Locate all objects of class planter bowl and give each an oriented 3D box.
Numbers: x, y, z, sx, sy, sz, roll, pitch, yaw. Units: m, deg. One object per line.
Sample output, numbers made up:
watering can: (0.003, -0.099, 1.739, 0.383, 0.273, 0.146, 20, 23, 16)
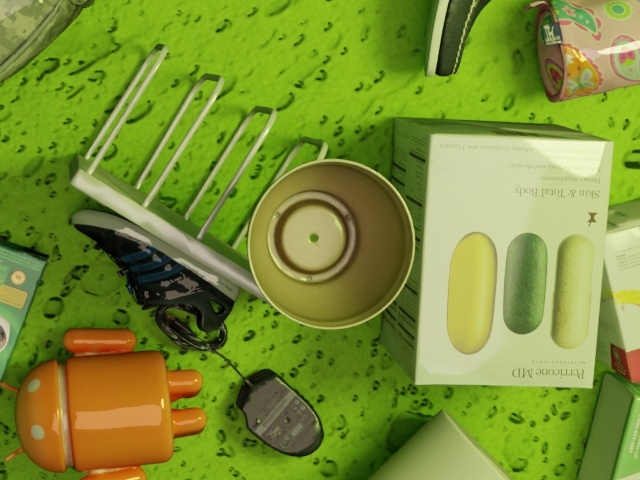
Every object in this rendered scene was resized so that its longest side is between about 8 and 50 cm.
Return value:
planter bowl: (0.000, 0.000, 1.556, 0.162, 0.109, 0.162, -1, 94, -12)

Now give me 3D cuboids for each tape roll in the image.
tape roll: (0.157, 0.330, 1.755, 0.169, 0.246, 0.246, -44, 102, 0)

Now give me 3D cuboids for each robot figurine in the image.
robot figurine: (-0.235, 0.188, 1.735, 0.219, 0.128, 0.158, -4, 117, -7)

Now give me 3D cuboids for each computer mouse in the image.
computer mouse: (-0.092, 0.154, 1.801, 0.242, 0.041, 0.071, 45, 81, -5)

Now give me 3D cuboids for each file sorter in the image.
file sorter: (-0.103, -0.068, 1.681, 0.277, 0.193, 0.173, 31, 91, -12)

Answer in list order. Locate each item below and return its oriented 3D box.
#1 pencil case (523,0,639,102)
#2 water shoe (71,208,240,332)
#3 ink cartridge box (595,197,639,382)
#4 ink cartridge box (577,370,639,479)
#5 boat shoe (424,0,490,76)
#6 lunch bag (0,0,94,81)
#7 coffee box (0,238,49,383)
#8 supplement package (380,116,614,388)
pencil case: (0.372, -0.234, 1.757, 0.284, 0.124, 0.124, -11, 101, -5)
water shoe: (-0.187, 0.034, 1.736, 0.203, 0.073, 0.080, 27, 84, -8)
ink cartridge box: (0.368, 0.048, 1.797, 0.127, 0.128, 0.176, -16, 102, -5)
ink cartridge box: (0.450, 0.283, 1.853, 0.278, 0.117, 0.201, 11, 97, -10)
boat shoe: (0.179, -0.317, 1.719, 0.091, 0.114, 0.303, 13, 98, -4)
lunch bag: (-0.331, -0.260, 1.559, 0.212, 0.305, 0.256, 31, 93, -11)
coffee box: (-0.380, 0.084, 1.742, 0.113, 0.040, 0.184, 20, 96, -10)
supplement package: (0.185, 0.008, 1.729, 0.199, 0.198, 0.263, 2, 99, -9)
